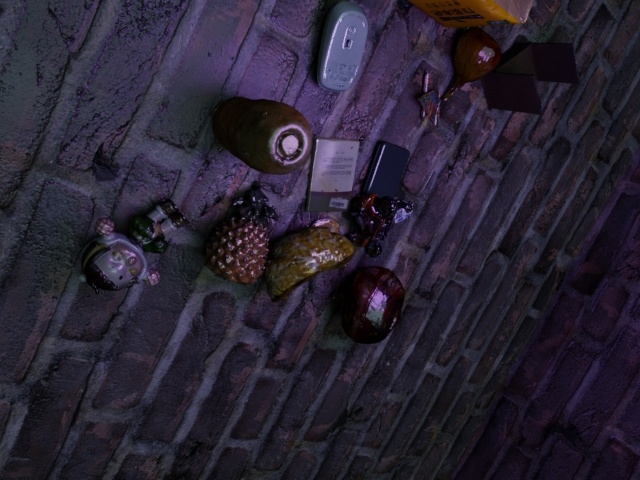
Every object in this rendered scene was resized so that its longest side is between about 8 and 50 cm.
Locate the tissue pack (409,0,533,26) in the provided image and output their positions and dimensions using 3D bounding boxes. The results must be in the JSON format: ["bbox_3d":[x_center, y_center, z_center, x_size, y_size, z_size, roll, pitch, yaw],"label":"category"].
[{"bbox_3d":[0.511,-0.886,1.644,0.293,0.382,0.228,15,100,-34],"label":"tissue pack"}]

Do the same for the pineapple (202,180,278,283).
[{"bbox_3d":[-0.253,-0.035,1.677,0.223,0.223,0.357,27,84,-36],"label":"pineapple"}]

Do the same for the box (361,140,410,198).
[{"bbox_3d":[0.266,-0.279,1.959,0.160,0.050,0.230,10,105,-34],"label":"box"}]

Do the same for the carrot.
[{"bbox_3d":[-0.181,-0.331,1.496,0.224,0.341,0.224,-15,117,-30],"label":"carrot"}]

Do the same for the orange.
[{"bbox_3d":[-0.053,0.061,1.776,0.369,0.271,0.210,-24,90,-27],"label":"orange"}]

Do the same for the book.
[{"bbox_3d":[0.047,-0.249,1.856,0.201,0.026,0.289,-2,111,-31],"label":"book"}]

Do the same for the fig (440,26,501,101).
[{"bbox_3d":[0.596,-0.710,1.941,0.191,0.190,0.290,-5,149,-29],"label":"fig"}]

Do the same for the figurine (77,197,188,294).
[{"bbox_3d":[-0.593,0.019,1.511,0.370,0.167,0.281,-44,128,-17],"label":"figurine"}]

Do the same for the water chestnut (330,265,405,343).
[{"bbox_3d":[0.190,0.260,2.019,0.350,0.302,0.350,-52,152,-43],"label":"water chestnut"}]

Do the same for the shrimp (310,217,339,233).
[{"bbox_3d":[0.001,0.001,1.931,0.148,0.035,0.195,-2,112,-29],"label":"shrimp"}]

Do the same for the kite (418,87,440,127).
[{"bbox_3d":[0.446,-0.543,1.952,0.241,0.014,0.183,22,86,-55],"label":"kite"}]

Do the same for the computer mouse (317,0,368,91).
[{"bbox_3d":[0.068,-0.665,1.650,0.160,0.097,0.288,-3,123,-32],"label":"computer mouse"}]

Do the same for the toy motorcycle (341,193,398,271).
[{"bbox_3d":[0.181,-0.036,1.952,0.134,0.207,0.400,-19,137,-38],"label":"toy motorcycle"}]

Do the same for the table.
[{"bbox_3d":[0.872,-0.679,2.008,0.251,0.282,0.196,-38,124,-12],"label":"table"}]

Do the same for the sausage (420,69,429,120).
[{"bbox_3d":[0.422,-0.584,1.937,0.028,0.025,0.198,-18,119,-33],"label":"sausage"}]

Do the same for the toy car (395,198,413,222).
[{"bbox_3d":[0.323,-0.121,2.044,0.171,0.080,0.070,-26,123,-21],"label":"toy car"}]

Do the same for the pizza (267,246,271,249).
[{"bbox_3d":[-0.220,0.014,1.817,0.083,0.016,0.037,35,91,-33],"label":"pizza"}]
